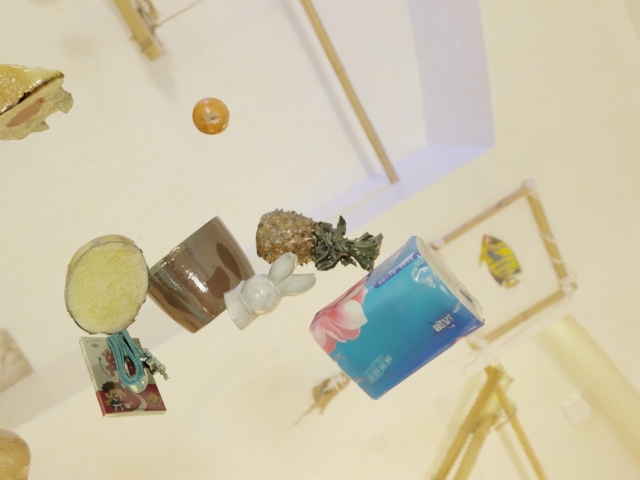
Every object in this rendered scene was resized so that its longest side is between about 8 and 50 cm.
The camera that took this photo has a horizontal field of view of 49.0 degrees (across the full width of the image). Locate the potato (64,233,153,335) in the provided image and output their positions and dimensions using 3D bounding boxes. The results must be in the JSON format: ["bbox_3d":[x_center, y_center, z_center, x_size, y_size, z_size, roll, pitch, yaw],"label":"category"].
[{"bbox_3d":[-0.411,0.078,1.348,0.081,0.164,0.201,42,-57,55],"label":"potato"}]

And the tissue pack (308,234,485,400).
[{"bbox_3d":[0.145,0.151,1.318,0.209,0.269,0.137,48,16,-13],"label":"tissue pack"}]

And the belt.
[{"bbox_3d":[-0.432,0.264,1.625,0.179,0.100,0.065,52,-21,33],"label":"belt"}]

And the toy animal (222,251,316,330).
[{"bbox_3d":[-0.115,0.111,1.655,0.104,0.220,0.131,59,6,2],"label":"toy animal"}]

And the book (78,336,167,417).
[{"bbox_3d":[-0.476,0.323,1.684,0.162,0.022,0.232,11,36,-44],"label":"book"}]

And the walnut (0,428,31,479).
[{"bbox_3d":[-0.672,0.449,1.374,0.197,0.165,0.165,11,32,-42],"label":"walnut"}]

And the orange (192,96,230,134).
[{"bbox_3d":[-0.236,-0.267,1.513,0.084,0.083,0.083,58,-7,12],"label":"orange"}]

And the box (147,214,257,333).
[{"bbox_3d":[-0.327,0.101,1.908,0.216,0.301,0.301,53,-7,-4],"label":"box"}]

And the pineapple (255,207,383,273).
[{"bbox_3d":[0.000,0.000,1.754,0.141,0.309,0.170,89,11,-50],"label":"pineapple"}]

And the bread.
[{"bbox_3d":[-0.765,-0.324,1.765,0.183,0.223,0.211,115,-14,-77],"label":"bread"}]
